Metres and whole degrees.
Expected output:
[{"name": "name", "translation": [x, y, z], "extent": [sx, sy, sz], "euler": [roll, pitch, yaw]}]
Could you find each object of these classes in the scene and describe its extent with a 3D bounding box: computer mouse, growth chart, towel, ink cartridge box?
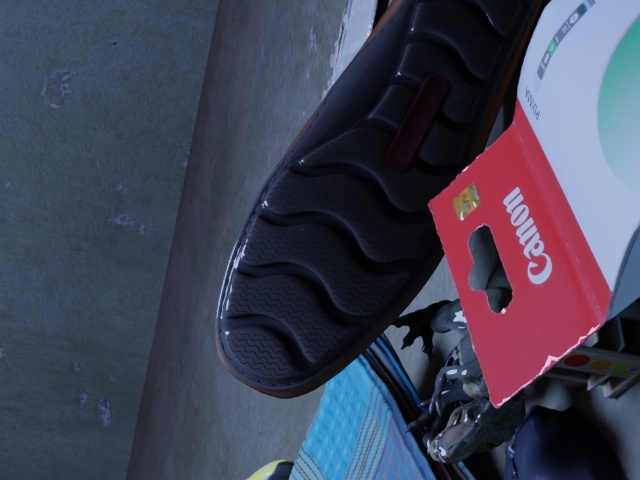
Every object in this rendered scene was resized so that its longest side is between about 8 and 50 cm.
[{"name": "computer mouse", "translation": [0.118, 0.120, 0.633], "extent": [0.242, 0.041, 0.071], "euler": [-134, 55, -72]}, {"name": "growth chart", "translation": [0.042, -0.238, 1.175], "extent": [0.172, 0.021, 0.237], "euler": [-135, 57, -72]}, {"name": "towel", "translation": [0.016, 0.283, 0.760], "extent": [0.271, 0.040, 0.370], "euler": [-123, 46, -54]}, {"name": "ink cartridge box", "translation": [0.135, -0.049, 0.515], "extent": [0.225, 0.056, 0.181], "euler": [-43, 33, 25]}]

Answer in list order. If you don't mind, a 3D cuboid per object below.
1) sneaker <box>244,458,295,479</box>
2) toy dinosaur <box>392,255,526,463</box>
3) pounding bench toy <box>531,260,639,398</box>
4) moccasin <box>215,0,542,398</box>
[{"name": "sneaker", "translation": [-0.067, 0.293, 1.112], "extent": [0.208, 0.081, 0.094], "euler": [115, 161, -44]}, {"name": "toy dinosaur", "translation": [0.097, 0.064, 0.646], "extent": [0.118, 0.064, 0.268], "euler": [-49, 15, 38]}, {"name": "pounding bench toy", "translation": [0.137, 0.057, 0.555], "extent": [0.083, 0.065, 0.052], "euler": [120, 155, -52]}, {"name": "moccasin", "translation": [0.040, -0.059, 0.726], "extent": [0.147, 0.139, 0.380], "euler": [107, -174, -73]}]
